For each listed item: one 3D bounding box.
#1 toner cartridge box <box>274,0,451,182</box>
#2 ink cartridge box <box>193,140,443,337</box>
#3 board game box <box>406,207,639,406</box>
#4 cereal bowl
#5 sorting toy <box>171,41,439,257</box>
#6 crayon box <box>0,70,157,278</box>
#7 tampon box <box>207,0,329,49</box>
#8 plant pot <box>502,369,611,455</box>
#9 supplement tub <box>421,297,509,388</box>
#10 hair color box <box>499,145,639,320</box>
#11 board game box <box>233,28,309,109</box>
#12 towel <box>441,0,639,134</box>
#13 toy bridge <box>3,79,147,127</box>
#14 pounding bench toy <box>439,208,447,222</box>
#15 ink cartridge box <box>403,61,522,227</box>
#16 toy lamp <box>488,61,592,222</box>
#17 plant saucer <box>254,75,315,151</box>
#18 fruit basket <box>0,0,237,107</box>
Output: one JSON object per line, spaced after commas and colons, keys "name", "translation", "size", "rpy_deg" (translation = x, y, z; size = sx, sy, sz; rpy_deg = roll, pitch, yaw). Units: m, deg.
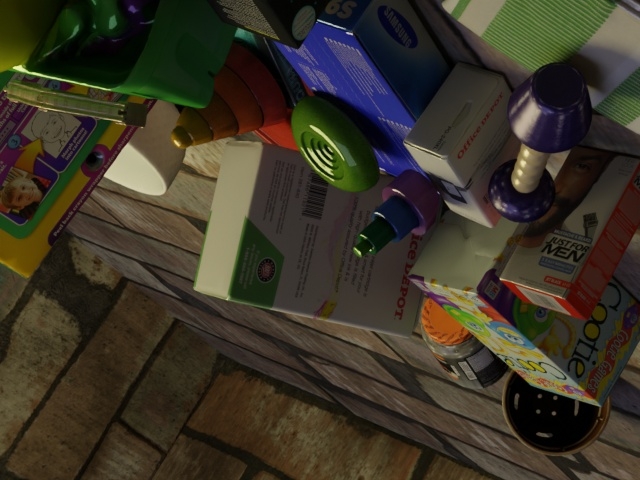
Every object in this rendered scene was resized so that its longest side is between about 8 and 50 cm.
{"name": "toner cartridge box", "translation": [0.063, -0.172, 1.572], "size": [0.165, 0.075, 0.348], "rpy_deg": [24, 165, 36]}
{"name": "ink cartridge box", "translation": [0.000, 0.000, 1.895], "size": [0.278, 0.201, 0.117], "rpy_deg": [14, 178, -29]}
{"name": "board game box", "translation": [0.270, 0.074, 1.869], "size": [0.275, 0.142, 0.144], "rpy_deg": [40, 165, -31]}
{"name": "cereal bowl", "translation": [-0.336, -0.214, 2.180], "size": [0.339, 0.141, 0.339], "rpy_deg": [30, 167, 8]}
{"name": "sorting toy", "translation": [-0.037, -0.088, 1.625], "size": [0.365, 0.126, 0.127], "rpy_deg": [36, 156, 31]}
{"name": "crayon box", "translation": [-0.389, -0.176, 1.851], "size": [0.106, 0.363, 0.313], "rpy_deg": [32, 174, 39]}
{"name": "tampon box", "translation": [-0.055, -0.279, 1.352], "size": [0.101, 0.120, 0.161], "rpy_deg": [24, 165, 32]}
{"name": "plant pot", "translation": [0.366, 0.259, 2.325], "size": [0.167, 0.167, 0.165], "rpy_deg": [30, 174, 6]}
{"name": "supplement tub", "translation": [0.228, 0.152, 2.309], "size": [0.117, 0.117, 0.190], "rpy_deg": [24, 164, 30]}
{"name": "hair color box", "translation": [0.268, -0.010, 1.508], "size": [0.093, 0.167, 0.053], "rpy_deg": [17, 162, 48]}
{"name": "board game box", "translation": [-0.093, -0.238, 1.688], "size": [0.126, 0.026, 0.186], "rpy_deg": [19, 145, 44]}
{"name": "towel", "translation": [0.265, -0.161, 1.258], "size": [0.325, 0.038, 0.248], "rpy_deg": [30, 168, 0]}
{"name": "toy bridge", "translation": [-0.268, -0.145, 1.525], "size": [0.188, 0.026, 0.063], "rpy_deg": [14, -173, 36]}
{"name": "pounding bench toy", "translation": [0.166, -0.009, 1.996], "size": [0.083, 0.052, 0.065], "rpy_deg": [25, 165, 25]}
{"name": "ink cartridge box", "translation": [0.163, -0.100, 1.541], "size": [0.063, 0.109, 0.150], "rpy_deg": [26, 166, 36]}
{"name": "toy lamp", "translation": [0.208, -0.091, 1.387], "size": [0.080, 0.080, 0.274], "rpy_deg": [29, 166, 11]}
{"name": "plant saucer", "translation": [-0.051, -0.175, 1.893], "size": [0.259, 0.047, 0.258], "rpy_deg": [39, 165, -26]}
{"name": "fruit basket", "translation": [-0.302, -0.277, 1.491], "size": [0.392, 0.283, 0.392], "rpy_deg": [19, 172, 3]}
